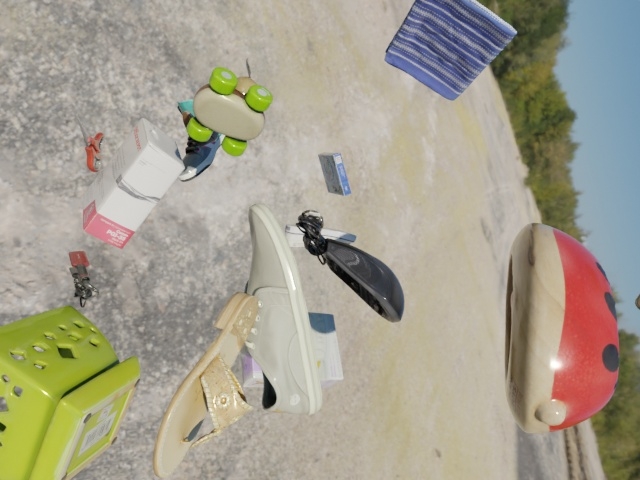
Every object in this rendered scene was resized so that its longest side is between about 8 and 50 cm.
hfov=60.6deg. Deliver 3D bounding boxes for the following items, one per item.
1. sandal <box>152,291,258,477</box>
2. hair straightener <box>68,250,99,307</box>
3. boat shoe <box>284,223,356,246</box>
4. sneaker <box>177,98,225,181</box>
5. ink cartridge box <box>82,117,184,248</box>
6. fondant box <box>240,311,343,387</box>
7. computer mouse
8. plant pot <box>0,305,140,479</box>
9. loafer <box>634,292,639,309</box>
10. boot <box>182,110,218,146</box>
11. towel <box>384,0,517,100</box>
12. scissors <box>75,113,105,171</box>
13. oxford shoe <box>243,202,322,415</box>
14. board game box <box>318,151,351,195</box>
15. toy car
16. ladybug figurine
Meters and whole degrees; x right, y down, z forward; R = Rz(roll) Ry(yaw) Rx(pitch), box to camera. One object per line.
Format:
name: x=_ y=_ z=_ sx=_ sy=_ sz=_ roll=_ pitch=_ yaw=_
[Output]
sandal: x=-0.113 y=0.177 z=0.665 sx=0.088 sy=0.079 sz=0.240 roll=71 pitch=38 yaw=-57
hair straightener: x=-0.547 y=0.097 z=1.273 sx=0.047 sy=0.230 sz=0.089 roll=-5 pitch=109 yaw=-34
boat shoe: x=0.000 y=0.000 z=1.887 sx=0.267 sy=0.096 sz=0.088 roll=5 pitch=98 yaw=-31
sneaker: x=-0.376 y=-0.334 z=1.648 sx=0.178 sy=0.124 sz=0.295 roll=54 pitch=52 yaw=-39
ink cartridge box: x=-0.493 y=-0.152 z=1.435 sx=0.117 sy=0.283 sz=0.207 roll=34 pitch=13 yaw=-35
fondant box: x=-0.099 y=0.360 z=1.828 sx=0.330 sy=0.096 sz=0.238 roll=8 pitch=56 yaw=-28
computer mouse: x=0.072 y=0.046 z=1.076 sx=0.272 sy=0.072 sz=0.188 roll=43 pitch=-13 yaw=16
plant pot: x=-0.453 y=0.272 z=0.924 sx=0.227 sy=0.207 sz=0.228 roll=-65 pitch=171 yaw=14
loafer: x=0.795 y=0.133 z=1.297 sx=0.056 sy=0.148 sz=0.050 roll=47 pitch=-31 yaw=34
boot: x=-0.289 y=-0.293 z=1.357 sx=0.087 sy=0.042 sz=0.118 roll=-56 pitch=149 yaw=-30
towel: x=0.309 y=-0.491 z=1.387 sx=0.243 sy=0.336 sz=0.040 roll=32 pitch=73 yaw=-3
scissors: x=-0.572 y=-0.233 z=1.353 sx=0.297 sy=0.021 sz=0.109 roll=-176 pitch=-81 yaw=-78
oxford shoe: x=-0.099 y=0.150 z=1.099 sx=0.169 sy=0.130 sz=0.449 roll=-159 pitch=-122 yaw=-74
board game box: x=0.030 y=-0.144 z=1.180 sx=0.090 sy=0.020 sz=0.090 roll=23 pitch=-48 yaw=65
toy car: x=-0.181 y=-0.302 z=1.144 sx=0.149 sy=0.155 sz=0.188 roll=22 pitch=42 yaw=-20
ladybug figurine: x=0.415 y=0.147 z=0.966 sx=0.449 sy=0.162 sz=0.305 roll=-64 pitch=153 yaw=-51
